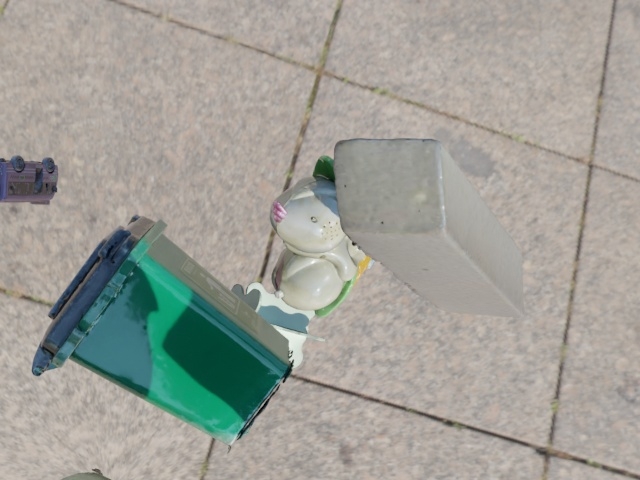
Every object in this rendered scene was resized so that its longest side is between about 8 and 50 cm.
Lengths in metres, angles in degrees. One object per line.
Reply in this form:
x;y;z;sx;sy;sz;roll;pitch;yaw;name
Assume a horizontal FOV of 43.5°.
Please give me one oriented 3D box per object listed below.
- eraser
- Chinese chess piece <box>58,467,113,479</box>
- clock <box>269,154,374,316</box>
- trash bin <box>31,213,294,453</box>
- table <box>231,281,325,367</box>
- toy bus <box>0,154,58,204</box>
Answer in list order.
0.125;0.000;0.843;0.111;0.352;0.077;2;71;28;eraser
-0.237;0.290;0.693;0.188;0.188;0.083;-40;66;-22;Chinese chess piece
0.000;0.000;1.000;0.144;0.231;0.103;-23;37;-31;clock
-0.260;0.174;1.380;0.381;0.259;0.295;37;97;-7;trash bin
-0.103;0.192;1.796;0.198;0.166;0.166;20;67;-35;table
-0.597;-0.117;1.576;0.087;0.178;0.098;1;94;16;toy bus
